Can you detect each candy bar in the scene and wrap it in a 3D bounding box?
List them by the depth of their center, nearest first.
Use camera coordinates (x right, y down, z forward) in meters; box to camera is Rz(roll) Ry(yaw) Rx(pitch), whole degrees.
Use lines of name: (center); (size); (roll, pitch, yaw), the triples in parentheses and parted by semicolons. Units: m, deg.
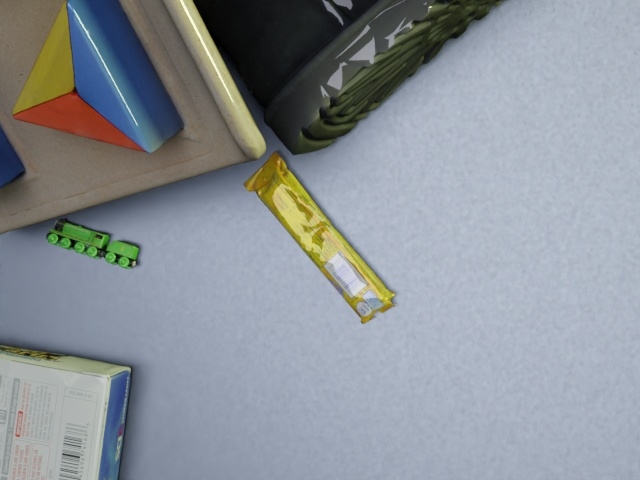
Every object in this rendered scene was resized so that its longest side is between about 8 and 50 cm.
candy bar: (0.000, 0.000, 0.917); (0.040, 0.018, 0.161); (-41, 85, 13)

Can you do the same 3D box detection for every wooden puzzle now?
wooden puzzle: (-0.240, -0.151, 0.759); (0.348, 0.080, 0.322); (-11, 115, 38)

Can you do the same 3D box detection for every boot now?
boot: (-0.022, -0.348, 0.859); (0.367, 0.146, 0.445); (-39, 80, 8)

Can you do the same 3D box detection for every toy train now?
toy train: (-0.194, 0.003, 0.955); (0.083, 0.017, 0.023); (18, 85, 10)

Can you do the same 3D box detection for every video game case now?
video game case: (-0.301, 0.222, 0.959); (0.244, 0.061, 0.269); (9, 93, 9)
